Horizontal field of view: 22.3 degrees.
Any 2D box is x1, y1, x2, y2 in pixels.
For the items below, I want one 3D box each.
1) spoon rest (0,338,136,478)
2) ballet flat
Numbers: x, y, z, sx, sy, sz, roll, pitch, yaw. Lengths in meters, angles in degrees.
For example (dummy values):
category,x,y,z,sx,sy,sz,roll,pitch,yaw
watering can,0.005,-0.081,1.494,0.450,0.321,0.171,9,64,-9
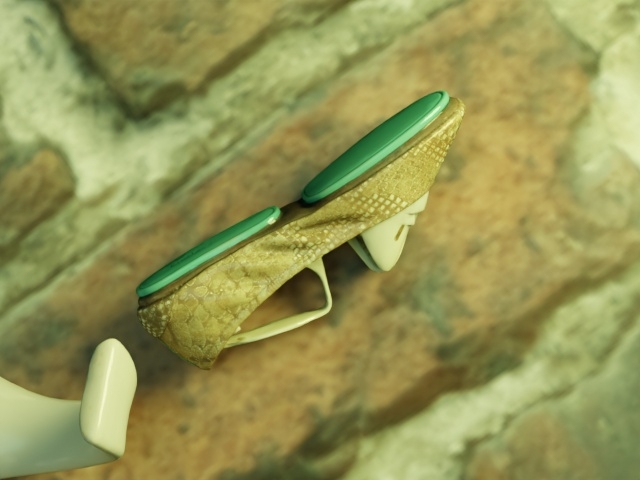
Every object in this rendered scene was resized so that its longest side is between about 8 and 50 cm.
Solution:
category,x,y,z,sx,sy,sz,roll,pitch,yaw
spoon rest,-0.218,0.094,0.881,0.276,0.084,0.137,-1,64,23
ballet flat,0.000,0.000,0.865,0.206,0.073,0.067,-33,102,7
